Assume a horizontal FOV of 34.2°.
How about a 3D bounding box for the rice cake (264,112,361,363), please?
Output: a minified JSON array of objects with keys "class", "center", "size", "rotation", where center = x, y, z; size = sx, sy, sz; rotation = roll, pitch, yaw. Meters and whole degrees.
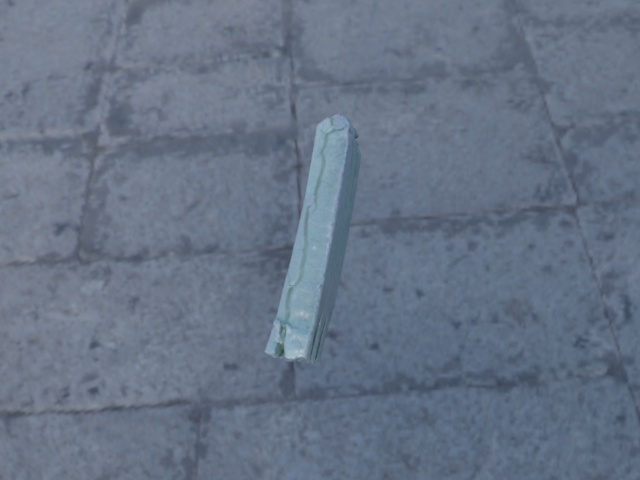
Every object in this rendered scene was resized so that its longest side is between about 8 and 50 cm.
[{"class":"rice cake","center":[-0.001,0.000,0.887],"size":[0.038,0.124,0.211],"rotation":[11,84,8]}]
